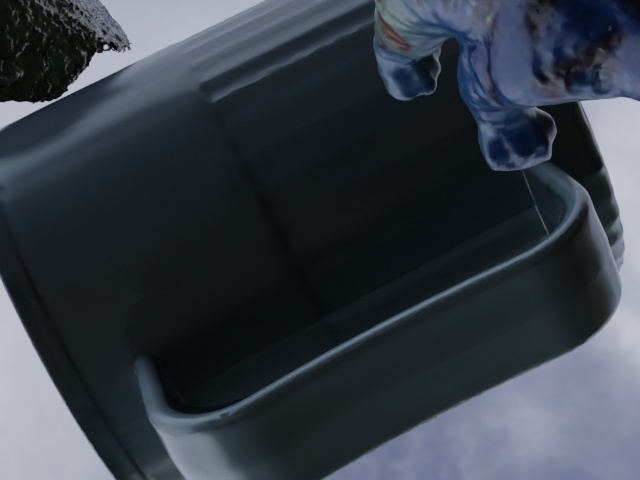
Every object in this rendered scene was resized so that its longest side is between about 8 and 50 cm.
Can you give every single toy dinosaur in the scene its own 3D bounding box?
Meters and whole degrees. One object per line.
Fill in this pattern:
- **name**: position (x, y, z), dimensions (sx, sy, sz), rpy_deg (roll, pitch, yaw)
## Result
- **toy dinosaur**: position (0.050, -0.079, 0.373), dimensions (0.076, 0.144, 0.329), rpy_deg (-37, -124, -4)

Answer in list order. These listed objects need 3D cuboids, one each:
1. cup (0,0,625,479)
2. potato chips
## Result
- **cup**: position (-0.010, -0.018, 0.748), dimensions (0.311, 0.331, 0.256), rpy_deg (-28, -93, -2)
- **potato chips**: position (-0.200, -0.172, 0.847), dimensions (0.228, 0.059, 0.167), rpy_deg (-40, -62, -58)
